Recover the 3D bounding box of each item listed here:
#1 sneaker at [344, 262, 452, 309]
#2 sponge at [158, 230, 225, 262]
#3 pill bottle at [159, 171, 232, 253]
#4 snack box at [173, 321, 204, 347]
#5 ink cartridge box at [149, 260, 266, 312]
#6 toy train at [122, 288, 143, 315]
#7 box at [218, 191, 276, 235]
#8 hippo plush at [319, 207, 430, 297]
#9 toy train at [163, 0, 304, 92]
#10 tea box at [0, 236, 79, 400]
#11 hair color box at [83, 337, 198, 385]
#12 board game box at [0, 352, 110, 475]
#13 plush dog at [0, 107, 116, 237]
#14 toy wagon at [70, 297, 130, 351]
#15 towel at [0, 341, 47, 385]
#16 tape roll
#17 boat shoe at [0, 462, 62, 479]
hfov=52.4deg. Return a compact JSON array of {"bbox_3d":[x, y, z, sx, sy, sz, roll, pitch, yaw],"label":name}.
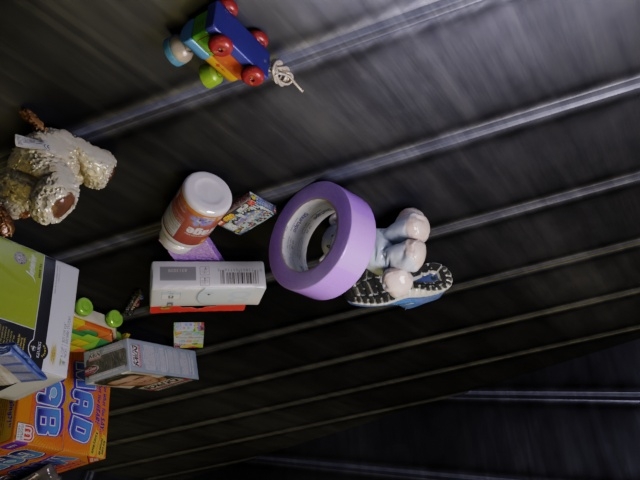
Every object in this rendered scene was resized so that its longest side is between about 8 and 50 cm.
[{"bbox_3d":[0.237,0.165,2.012,0.330,0.130,0.147,-5,146,-4],"label":"sneaker"},{"bbox_3d":[-0.346,0.029,1.768,0.117,0.031,0.210,-10,148,6],"label":"sponge"},{"bbox_3d":[-0.306,-0.058,1.553,0.121,0.121,0.216,12,144,-28],"label":"pill bottle"},{"bbox_3d":[-0.449,0.323,2.212,0.100,0.037,0.141,0,147,-13],"label":"snack box"},{"bbox_3d":[-0.345,0.175,1.912,0.308,0.091,0.385,0,153,-16],"label":"ink cartridge box"},{"bbox_3d":[-0.572,0.192,1.989,0.036,0.027,0.158,7,146,-28],"label":"toy train"},{"bbox_3d":[-0.192,-0.066,1.650,0.137,0.027,0.094,-29,141,32],"label":"box"},{"bbox_3d":[0.132,-0.004,1.703,0.236,0.234,0.294,20,-175,-10],"label":"hippo plush"},{"bbox_3d":[-0.159,-0.317,1.198,0.143,0.105,0.248,-14,149,30],"label":"toy train"},{"bbox_3d":[-0.829,0.193,1.655,0.220,0.329,0.323,-25,143,25],"label":"tea box"},{"bbox_3d":[-0.603,0.432,2.223,0.185,0.113,0.374,-20,157,19],"label":"hair color box"},{"bbox_3d":[-0.978,0.577,2.213,0.356,0.356,0.356,-23,145,25],"label":"board game box"},{"bbox_3d":[-0.587,-0.126,1.335,0.225,0.262,0.210,-38,104,25],"label":"plush dog"},{"bbox_3d":[-0.754,0.287,2.066,0.267,0.068,0.344,-24,144,26],"label":"toy wagon"},{"bbox_3d":[-0.806,0.300,1.491,0.285,0.034,0.209,-6,147,-4],"label":"towel"},{"bbox_3d":[0.000,0.000,1.560,0.275,0.275,0.090,-30,141,32],"label":"tape roll"},{"bbox_3d":[-1.005,0.807,2.172,0.335,0.095,0.112,-15,-175,20],"label":"boat shoe"}]
